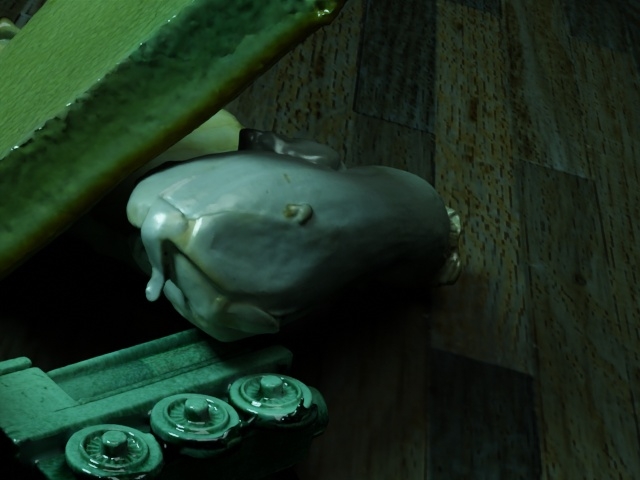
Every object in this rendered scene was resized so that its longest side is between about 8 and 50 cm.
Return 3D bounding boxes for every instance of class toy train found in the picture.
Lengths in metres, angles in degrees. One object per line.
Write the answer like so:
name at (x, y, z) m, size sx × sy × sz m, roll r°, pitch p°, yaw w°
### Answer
toy train at (-0.078, 0.087, 0.596) m, size 0.170 × 0.071 × 0.111 m, roll -14°, pitch 37°, yaw -42°

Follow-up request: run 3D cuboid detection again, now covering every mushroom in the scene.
mushroom at (0.001, -0.002, 0.685) m, size 0.099 × 0.096 × 0.278 m, roll 48°, pitch 27°, yaw 22°

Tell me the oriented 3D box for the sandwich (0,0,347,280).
sandwich at (-0.107, -0.063, 0.630) m, size 0.063 × 0.245 × 0.212 m, roll 47°, pitch 62°, yaw -25°

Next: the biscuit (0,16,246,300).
biscuit at (-0.132, -0.063, 0.807) m, size 0.273 × 0.036 × 0.187 m, roll 31°, pitch 36°, yaw 18°
